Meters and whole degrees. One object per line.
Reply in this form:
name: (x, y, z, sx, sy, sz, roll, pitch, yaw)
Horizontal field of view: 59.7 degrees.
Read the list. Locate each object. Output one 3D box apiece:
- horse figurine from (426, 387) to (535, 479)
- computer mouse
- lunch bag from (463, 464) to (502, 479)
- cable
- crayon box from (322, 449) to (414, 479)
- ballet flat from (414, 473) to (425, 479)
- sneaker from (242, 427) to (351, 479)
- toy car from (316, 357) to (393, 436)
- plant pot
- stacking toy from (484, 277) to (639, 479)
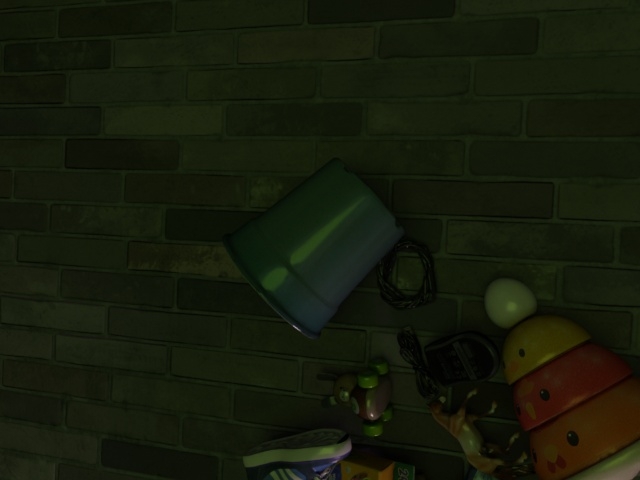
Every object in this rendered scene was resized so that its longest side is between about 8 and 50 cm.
horse figurine: (0.380, 0.467, 1.322, 0.263, 0.066, 0.174, 52, 127, 16)
computer mouse: (0.324, 0.278, 1.349, 0.272, 0.072, 0.188, -25, 87, 48)
lunch bag: (0.393, 0.641, 1.344, 0.129, 0.096, 0.151, 28, 76, 14)
cable: (0.216, 0.083, 1.429, 0.151, 0.047, 0.184, -10, 90, 20)
crayon box: (0.070, 0.636, 1.397, 0.323, 0.083, 0.203, 1, 90, 34)
ballet flat: (0.313, 0.732, 1.382, 0.124, 0.116, 0.342, -33, 77, -5)
sneaker: (-0.033, 0.602, 1.353, 0.323, 0.130, 0.236, -21, 86, 29)
toy car: (0.076, 0.390, 1.423, 0.188, 0.149, 0.155, -2, 100, 26)
plant pot: (0.000, 0.000, 1.354, 0.334, 0.341, 0.341, -43, 80, 3)
stacking toy: (0.522, 0.294, 1.254, 0.351, 0.351, 0.479, -37, 63, 12)
